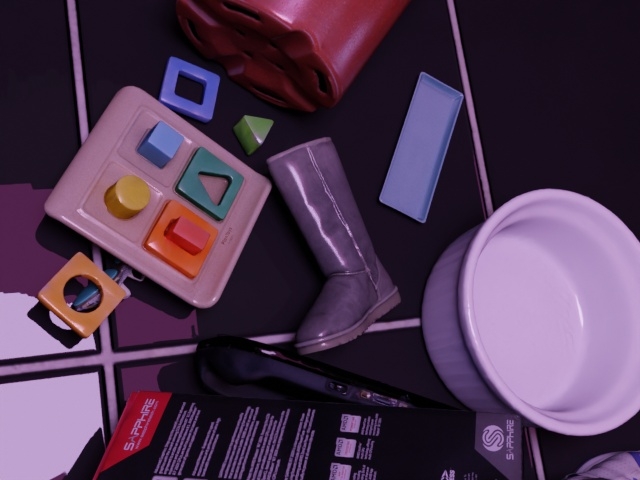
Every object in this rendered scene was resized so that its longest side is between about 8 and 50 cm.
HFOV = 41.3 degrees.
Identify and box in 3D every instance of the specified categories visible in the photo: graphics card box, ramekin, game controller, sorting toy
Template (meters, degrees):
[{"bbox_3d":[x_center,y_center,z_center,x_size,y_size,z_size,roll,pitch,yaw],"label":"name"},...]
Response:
[{"bbox_3d":[-0.016,0.247,0.716,0.371,0.094,0.233,0,37,12],"label":"graphics card box"},{"bbox_3d":[0.254,0.089,1.000,0.277,0.135,0.277,6,75,-22],"label":"ramekin"},{"bbox_3d":[0.031,0.159,0.867,0.319,0.166,0.067,21,65,-18],"label":"game controller"},{"bbox_3d":[-0.156,-0.050,0.875,0.196,0.047,0.348,33,57,-16],"label":"sorting toy"}]

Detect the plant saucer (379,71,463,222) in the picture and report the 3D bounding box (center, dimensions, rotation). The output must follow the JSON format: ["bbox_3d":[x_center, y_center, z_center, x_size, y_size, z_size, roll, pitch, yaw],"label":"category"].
[{"bbox_3d":[0.125,-0.116,1.062,0.067,0.018,0.192,26,67,-16],"label":"plant saucer"}]

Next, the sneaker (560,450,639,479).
[{"bbox_3d":[0.310,0.316,0.941,0.315,0.182,0.127,-4,80,-24],"label":"sneaker"}]

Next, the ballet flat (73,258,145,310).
[{"bbox_3d":[-0.203,0.036,0.871,0.041,0.041,0.114,41,66,-9],"label":"ballet flat"}]

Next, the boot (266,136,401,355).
[{"bbox_3d":[-0.002,0.001,0.920,0.189,0.076,0.208,-33,104,-56],"label":"boot"}]

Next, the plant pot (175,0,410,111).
[{"bbox_3d":[-0.006,-0.303,0.932,0.272,0.272,0.265,32,75,-13],"label":"plant pot"}]
